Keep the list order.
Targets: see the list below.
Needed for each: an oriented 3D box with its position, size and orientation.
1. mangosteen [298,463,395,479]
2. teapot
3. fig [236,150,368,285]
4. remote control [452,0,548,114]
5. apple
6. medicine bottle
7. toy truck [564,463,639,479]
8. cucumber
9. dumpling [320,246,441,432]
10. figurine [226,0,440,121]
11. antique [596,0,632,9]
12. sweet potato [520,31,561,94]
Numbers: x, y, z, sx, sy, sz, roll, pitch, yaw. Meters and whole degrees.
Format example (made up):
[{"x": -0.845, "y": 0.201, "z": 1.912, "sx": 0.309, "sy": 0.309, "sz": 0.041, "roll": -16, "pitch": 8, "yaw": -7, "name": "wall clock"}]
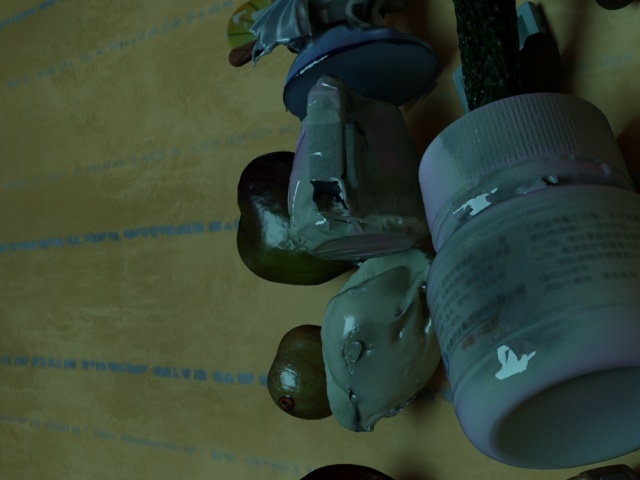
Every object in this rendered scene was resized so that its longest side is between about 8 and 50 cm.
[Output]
[{"x": 0.058, "y": 0.377, "z": 2.009, "sx": 0.257, "sy": 0.215, "sz": 0.215, "roll": 6, "pitch": 101, "yaw": 30, "name": "mangosteen"}, {"x": 0.022, "y": -0.080, "z": 1.920, "sx": 0.163, "sy": 0.221, "sz": 0.178, "roll": -18, "pitch": 70, "yaw": 38, "name": "teapot"}, {"x": -0.002, "y": 0.001, "z": 2.127, "sx": 0.274, "sy": 0.145, "sz": 0.170, "roll": 33, "pitch": 127, "yaw": 36, "name": "fig"}, {"x": 0.195, "y": -0.191, "z": 1.825, "sx": 0.162, "sy": 0.029, "sz": 0.061, "roll": -43, "pitch": 59, "yaw": 50, "name": "remote control"}, {"x": -0.010, "y": 0.170, "z": 2.170, "sx": 0.102, "sy": 0.126, "sz": 0.126, "roll": 19, "pitch": 119, "yaw": 14, "name": "apple"}, {"x": 0.219, "y": 0.036, "z": 1.592, "sx": 0.241, "sy": 0.241, "sz": 0.302, "roll": 122, "pitch": 144, "yaw": -48, "name": "medicine bottle"}, {"x": 0.294, "y": 0.316, "z": 1.660, "sx": 0.092, "sy": 0.083, "sz": 0.192, "roll": -49, "pitch": 53, "yaw": 53, "name": "toy truck"}, {"x": 0.171, "y": -0.174, "z": 1.694, "sx": 0.067, "sy": 0.067, "sz": 0.294, "roll": 38, "pitch": 145, "yaw": 54, "name": "cucumber"}, {"x": 0.060, "y": 0.105, "z": 2.001, "sx": 0.247, "sy": 0.142, "sz": 0.172, "roll": -62, "pitch": 34, "yaw": 22, "name": "dumpling"}, {"x": -0.015, "y": -0.355, "z": 1.976, "sx": 0.248, "sy": 0.276, "sz": 0.388, "roll": 43, "pitch": -148, "yaw": -64, "name": "figurine"}, {"x": 0.268, "y": -0.323, "z": 1.580, "sx": 0.257, "sy": 0.121, "sz": 0.143, "roll": 127, "pitch": 140, "yaw": -51, "name": "antique"}, {"x": 0.193, "y": -0.112, "z": 1.799, "sx": 0.273, "sy": 0.075, "sz": 0.075, "roll": -58, "pitch": 45, "yaw": 44, "name": "sweet potato"}]
